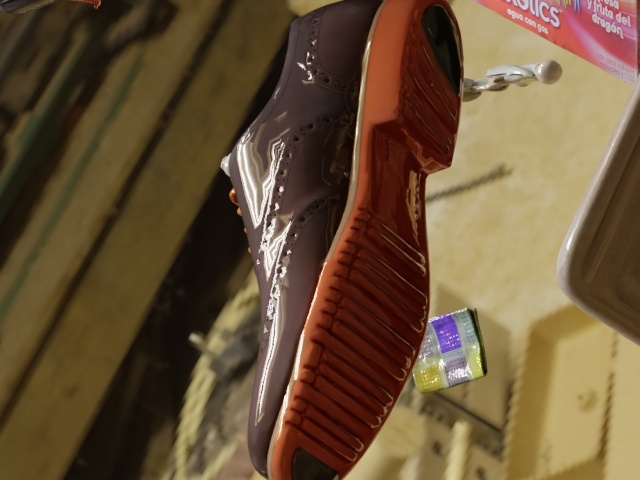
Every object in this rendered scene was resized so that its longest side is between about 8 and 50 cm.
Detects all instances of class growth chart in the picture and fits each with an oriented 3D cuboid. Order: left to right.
[{"bbox_3d":[0.040,-0.082,1.046,0.237,0.021,0.172,-16,4,7],"label":"growth chart"}]

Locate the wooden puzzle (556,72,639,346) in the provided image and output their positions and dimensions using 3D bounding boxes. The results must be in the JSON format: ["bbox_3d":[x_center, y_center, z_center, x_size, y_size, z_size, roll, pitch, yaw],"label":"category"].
[{"bbox_3d":[0.324,-0.021,1.015,0.322,0.347,0.080,-62,18,-20],"label":"wooden puzzle"}]

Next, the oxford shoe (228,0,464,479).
[{"bbox_3d":[0.000,0.000,0.806,0.098,0.097,0.271,2,65,29],"label":"oxford shoe"}]

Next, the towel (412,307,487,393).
[{"bbox_3d":[0.100,0.090,1.278,0.083,0.009,0.060,-20,78,48],"label":"towel"}]

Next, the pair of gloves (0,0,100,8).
[{"bbox_3d":[-0.169,-0.210,0.898,0.023,0.159,0.198,-2,7,20],"label":"pair of gloves"}]

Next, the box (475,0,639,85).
[{"bbox_3d":[0.237,-0.264,1.355,0.154,0.142,0.300,-21,34,-20],"label":"box"}]

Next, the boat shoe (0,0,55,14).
[{"bbox_3d":[-0.152,-0.205,1.185,0.206,0.065,0.075,-21,35,17],"label":"boat shoe"}]
